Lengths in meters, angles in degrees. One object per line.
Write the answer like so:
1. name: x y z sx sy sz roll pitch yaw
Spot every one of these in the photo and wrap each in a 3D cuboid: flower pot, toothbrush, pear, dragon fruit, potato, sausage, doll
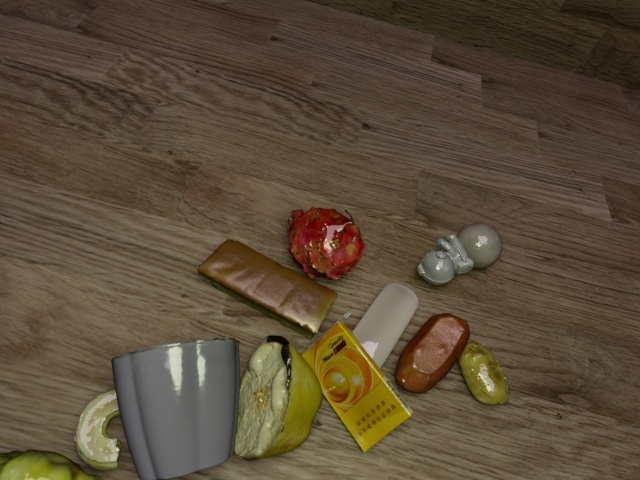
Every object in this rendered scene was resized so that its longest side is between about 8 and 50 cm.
1. flower pot: -0.283 0.345 0.845 0.265 0.265 0.243 -8 69 -15
2. toothbrush: 0.027 0.245 1.109 0.167 0.011 0.014 -36 75 -29
3. pear: -0.078 0.362 0.925 0.178 0.267 0.266 26 49 -33
4. dragon fruit: 0.000 0.000 1.165 0.205 0.210 0.268 -44 53 -14
5. potato: 0.430 0.350 1.074 0.107 0.080 0.170 -11 60 -3
6. sausage: 0.293 0.291 1.059 0.133 0.133 0.258 39 61 16
7. doll: 0.421 0.051 1.239 0.287 0.151 0.150 -25 64 -20

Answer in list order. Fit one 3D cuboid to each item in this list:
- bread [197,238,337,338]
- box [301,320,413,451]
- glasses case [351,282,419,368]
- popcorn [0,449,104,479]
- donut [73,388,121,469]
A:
1. bread: -0.145 0.127 1.117 0.362 0.077 0.138 27 57 8
2. box: 0.079 0.348 0.983 0.152 0.043 0.269 -44 68 13
3. glasses case: 0.165 0.236 1.102 0.113 0.075 0.297 34 57 14
4. popcorn: -0.509 0.520 0.670 0.313 0.312 0.312 5 56 -7
5. donut: -0.467 0.403 0.880 0.108 0.065 0.165 7 57 -6
